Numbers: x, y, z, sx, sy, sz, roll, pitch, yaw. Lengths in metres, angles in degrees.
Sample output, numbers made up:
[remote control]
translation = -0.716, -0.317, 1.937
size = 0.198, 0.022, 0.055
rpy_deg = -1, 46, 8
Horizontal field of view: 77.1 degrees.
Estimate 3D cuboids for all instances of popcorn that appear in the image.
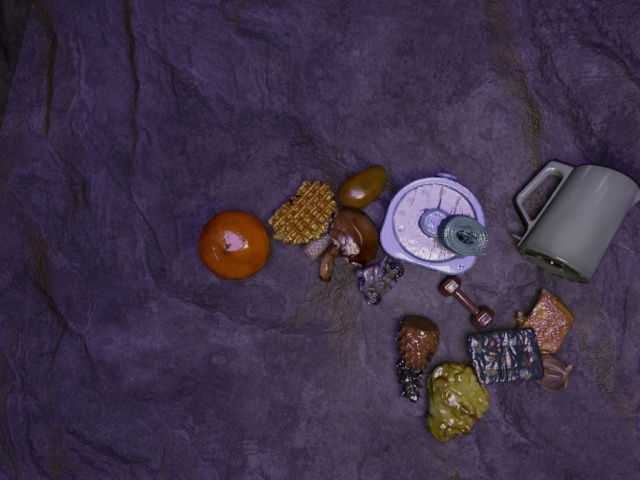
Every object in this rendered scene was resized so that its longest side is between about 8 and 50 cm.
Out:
[popcorn]
translation = 0.515, 0.602, 1.502
size = 0.225, 0.174, 0.285
rpy_deg = 4, 87, 2

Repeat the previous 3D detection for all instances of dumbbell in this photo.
[dumbbell]
translation = 0.563, 0.237, 1.549
size = 0.092, 0.082, 0.231
rpy_deg = -44, 84, 5

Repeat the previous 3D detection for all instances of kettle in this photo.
[kettle]
translation = 0.889, -0.089, 1.467
size = 0.361, 0.250, 0.376
rpy_deg = 33, 90, 35

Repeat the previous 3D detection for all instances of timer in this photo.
[timer]
translation = 0.430, -0.075, 1.530
size = 0.395, 0.173, 0.394
rpy_deg = 0, 88, 8

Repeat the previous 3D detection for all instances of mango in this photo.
[mango]
translation = 0.173, -0.214, 1.606
size = 0.227, 0.099, 0.136
rpy_deg = -38, 78, -4

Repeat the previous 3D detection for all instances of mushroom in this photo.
[mushroom]
translation = 0.073, 0.017, 1.539
size = 0.302, 0.208, 0.233
rpy_deg = -27, 81, 14

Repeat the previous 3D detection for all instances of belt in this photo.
[belt]
translation = 0.500, -0.018, 1.407
size = 0.163, 0.082, 0.147
rpy_deg = 1, 97, -8

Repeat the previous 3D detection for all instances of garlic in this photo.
[garlic]
translation = 0.832, 0.492, 1.504
size = 0.194, 0.127, 0.131
rpy_deg = 4, 69, 33

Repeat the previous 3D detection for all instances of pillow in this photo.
[pillow]
translation = 0.675, 0.421, 1.461
size = 0.256, 0.034, 0.188
rpy_deg = -6, 75, 0

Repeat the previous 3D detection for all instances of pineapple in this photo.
[pineapple]
translation = 0.357, 0.471, 1.547
size = 0.169, 0.169, 0.340
rpy_deg = 9, 103, 7

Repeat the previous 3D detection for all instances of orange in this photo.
[orange]
translation = -0.340, 0.020, 1.597
size = 0.284, 0.226, 0.283
rpy_deg = 0, 95, 5

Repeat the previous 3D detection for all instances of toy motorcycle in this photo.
[toy motorcycle]
translation = 0.216, 0.148, 1.578
size = 0.152, 0.073, 0.225
rpy_deg = 36, 119, 4

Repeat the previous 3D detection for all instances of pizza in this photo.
[pizza]
translation = 0.816, 0.342, 1.520
size = 0.189, 0.071, 0.297
rpy_deg = 37, 94, 6

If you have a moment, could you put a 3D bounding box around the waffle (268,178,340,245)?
[waffle]
translation = -0.065, -0.112, 1.617
size = 0.310, 0.065, 0.283
rpy_deg = -5, 70, 19

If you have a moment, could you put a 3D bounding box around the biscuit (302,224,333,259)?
[biscuit]
translation = 0.000, 0.000, 1.633
size = 0.168, 0.070, 0.082
rpy_deg = -44, 93, 2

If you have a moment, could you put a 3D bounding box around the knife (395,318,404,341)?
[knife]
translation = 0.322, 0.362, 1.612
size = 0.027, 0.010, 0.096
rpy_deg = 21, 93, 6
